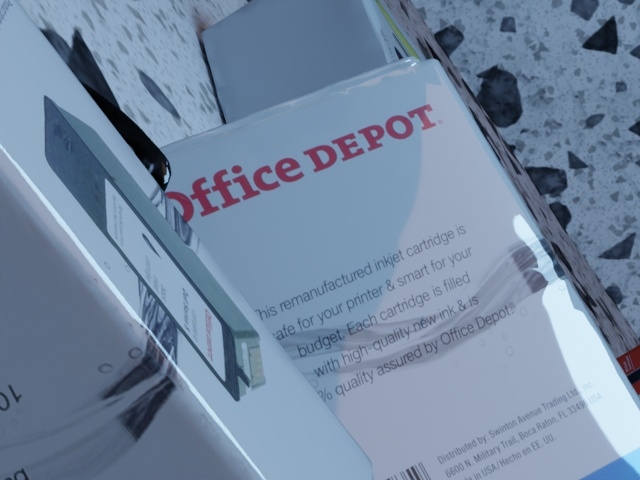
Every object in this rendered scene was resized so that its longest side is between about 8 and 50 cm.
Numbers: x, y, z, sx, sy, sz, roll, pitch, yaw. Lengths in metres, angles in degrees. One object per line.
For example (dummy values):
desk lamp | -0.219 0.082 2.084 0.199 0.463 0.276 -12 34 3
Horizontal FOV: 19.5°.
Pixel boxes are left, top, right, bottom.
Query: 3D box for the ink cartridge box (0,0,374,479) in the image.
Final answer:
ink cartridge box | -0.135 0.045 0.549 0.273 0.198 0.115 54 13 -19

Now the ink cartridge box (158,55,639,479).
ink cartridge box | 0.026 0.088 0.957 0.307 0.223 0.129 61 -30 12

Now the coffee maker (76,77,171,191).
coffee maker | -0.165 -0.020 0.778 0.120 0.171 0.178 -16 64 -47

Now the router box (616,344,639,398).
router box | 0.336 0.244 1.595 0.335 0.301 0.082 54 14 -19

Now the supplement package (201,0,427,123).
supplement package | 0.027 -0.099 1.587 0.203 0.149 0.194 47 17 -41
